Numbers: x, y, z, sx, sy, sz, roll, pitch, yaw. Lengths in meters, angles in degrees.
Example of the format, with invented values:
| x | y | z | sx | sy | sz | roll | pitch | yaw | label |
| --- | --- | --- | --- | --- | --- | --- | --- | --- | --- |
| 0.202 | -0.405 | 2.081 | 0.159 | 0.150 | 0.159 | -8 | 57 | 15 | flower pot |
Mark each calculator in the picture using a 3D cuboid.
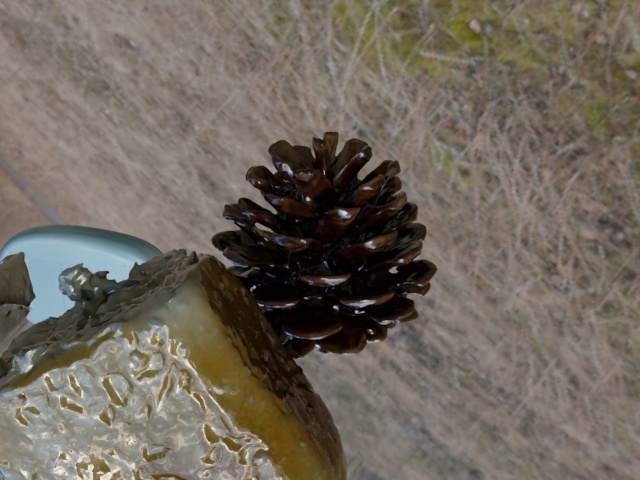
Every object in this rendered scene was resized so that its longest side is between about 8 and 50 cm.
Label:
| x | y | z | sx | sy | sz | roll | pitch | yaw | label |
| --- | --- | --- | --- | --- | --- | --- | --- | --- | --- |
| -0.291 | 0.068 | 1.149 | 0.295 | 0.042 | 0.184 | 10 | 121 | 8 | calculator |

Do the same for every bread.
| x | y | z | sx | sy | sz | roll | pitch | yaw | label |
| --- | --- | --- | --- | --- | --- | --- | --- | --- | --- |
| -0.111 | 0.118 | 0.610 | 0.246 | 0.196 | 0.176 | 59 | -176 | -17 | bread |

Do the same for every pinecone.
| x | y | z | sx | sy | sz | roll | pitch | yaw | label |
| --- | --- | --- | --- | --- | --- | --- | --- | --- | --- |
| 0.000 | 0.000 | 0.761 | 0.208 | 0.207 | 0.208 | 41 | 169 | 9 | pinecone |

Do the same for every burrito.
| x | y | z | sx | sy | sz | roll | pitch | yaw | label |
| --- | --- | --- | --- | --- | --- | --- | --- | --- | --- |
| -0.351 | 0.080 | 0.878 | 0.060 | 0.086 | 0.226 | 7 | -155 | 8 | burrito |
